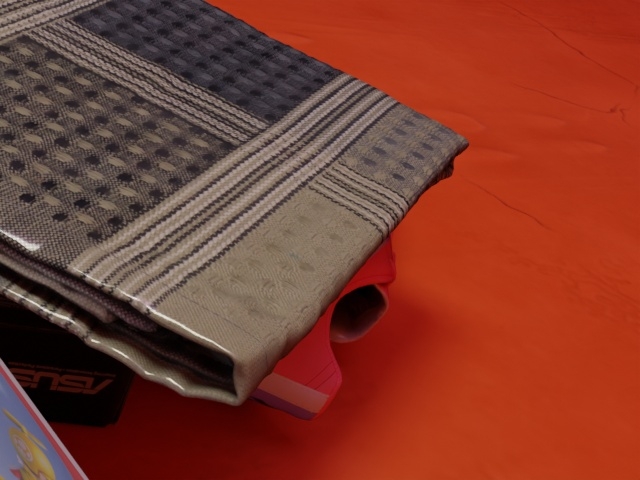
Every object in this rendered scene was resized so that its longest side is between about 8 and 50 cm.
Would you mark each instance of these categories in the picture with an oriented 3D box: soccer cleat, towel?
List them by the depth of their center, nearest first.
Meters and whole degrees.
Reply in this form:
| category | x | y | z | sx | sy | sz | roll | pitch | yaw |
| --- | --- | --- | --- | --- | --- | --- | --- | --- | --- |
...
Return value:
| category | x | y | z | sx | sy | sz | roll | pitch | yaw |
| --- | --- | --- | --- | --- | --- | --- | --- | --- | --- |
| towel | -0.108 | -0.057 | 0.662 | 0.312 | 0.056 | 0.324 | 29 | 29 | 11 |
| soccer cleat | 0.000 | 0.000 | 0.781 | 0.116 | 0.109 | 0.318 | 36 | 28 | 3 |

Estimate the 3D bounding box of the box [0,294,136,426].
| category | x | y | z | sx | sy | sz | roll | pitch | yaw |
| --- | --- | --- | --- | --- | --- | --- | --- | --- | --- |
| box | -0.230 | -0.018 | 0.640 | 0.270 | 0.060 | 0.216 | 10 | 34 | -24 |

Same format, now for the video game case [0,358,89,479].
| category | x | y | z | sx | sy | sz | roll | pitch | yaw |
| --- | --- | --- | --- | --- | --- | --- | --- | --- | --- |
| video game case | -0.109 | 0.081 | 0.363 | 0.204 | 0.025 | 0.285 | 53 | 0 | 5 |
